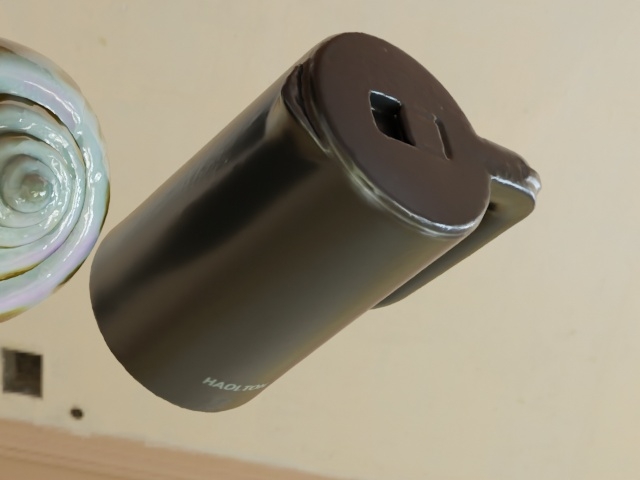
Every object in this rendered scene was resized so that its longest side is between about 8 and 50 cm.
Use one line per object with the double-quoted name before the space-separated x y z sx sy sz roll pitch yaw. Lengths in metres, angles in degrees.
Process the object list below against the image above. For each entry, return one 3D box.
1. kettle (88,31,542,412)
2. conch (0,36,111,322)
"kettle" -0.005 0.008 0.739 0.262 0.308 0.203 38 -140 -18
"conch" -0.265 -0.056 0.601 0.368 0.249 0.197 -10 -158 33
